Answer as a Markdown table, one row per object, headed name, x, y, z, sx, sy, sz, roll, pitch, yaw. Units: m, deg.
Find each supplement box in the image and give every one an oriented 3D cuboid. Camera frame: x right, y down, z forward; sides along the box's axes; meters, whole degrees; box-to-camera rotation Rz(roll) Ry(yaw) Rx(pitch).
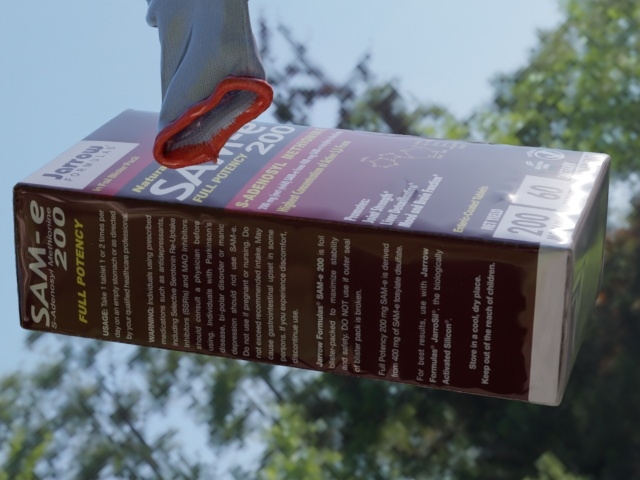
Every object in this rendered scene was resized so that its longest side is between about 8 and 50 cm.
| name | x | y | z | sx | sy | sz | roll | pitch | yaw |
| --- | --- | --- | --- | --- | --- | --- | --- | --- | --- |
| supplement box | 0.000 | 0.000 | 0.695 | 0.130 | 0.239 | 0.073 | -51 | -36 | -64 |

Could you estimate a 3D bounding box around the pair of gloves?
| name | x | y | z | sx | sy | sz | roll | pitch | yaw |
| --- | --- | --- | --- | --- | --- | --- | --- | --- | --- |
| pair of gloves | 0.004 | -0.116 | 0.424 | 0.023 | 0.159 | 0.198 | 17 | -31 | -35 |
